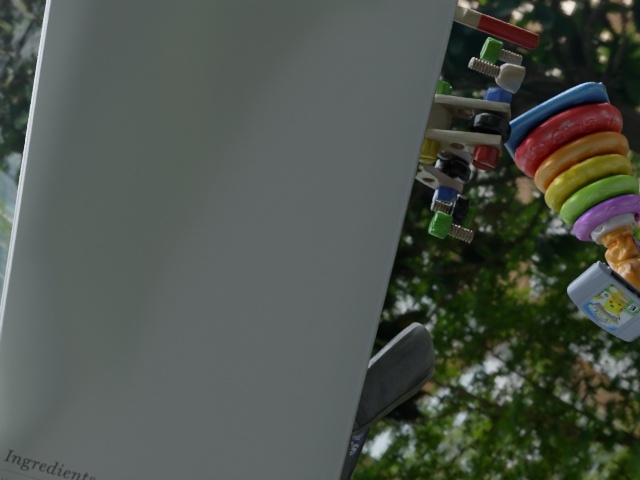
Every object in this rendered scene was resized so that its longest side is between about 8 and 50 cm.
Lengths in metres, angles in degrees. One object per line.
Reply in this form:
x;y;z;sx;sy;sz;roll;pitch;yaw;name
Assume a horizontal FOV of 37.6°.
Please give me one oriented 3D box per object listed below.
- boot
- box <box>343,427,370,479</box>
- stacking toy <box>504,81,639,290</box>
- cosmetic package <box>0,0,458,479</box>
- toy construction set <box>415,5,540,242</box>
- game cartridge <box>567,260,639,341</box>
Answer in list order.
0.054;0.217;1.161;0.208;0.076;0.190;-35;-34;-47;boot
-0.059;0.322;1.322;0.232;0.059;0.184;13;-74;-37;box
0.392;-0.058;1.330;0.165;0.302;0.175;-27;-26;15;stacking toy
-0.051;0.032;0.445;0.197;0.155;0.366;-68;-8;-76;cosmetic package
0.149;-0.193;1.369;0.257;0.237;0.309;-85;16;-80;toy construction set
0.283;0.061;0.910;0.017;0.083;0.056;-52;0;-43;game cartridge
